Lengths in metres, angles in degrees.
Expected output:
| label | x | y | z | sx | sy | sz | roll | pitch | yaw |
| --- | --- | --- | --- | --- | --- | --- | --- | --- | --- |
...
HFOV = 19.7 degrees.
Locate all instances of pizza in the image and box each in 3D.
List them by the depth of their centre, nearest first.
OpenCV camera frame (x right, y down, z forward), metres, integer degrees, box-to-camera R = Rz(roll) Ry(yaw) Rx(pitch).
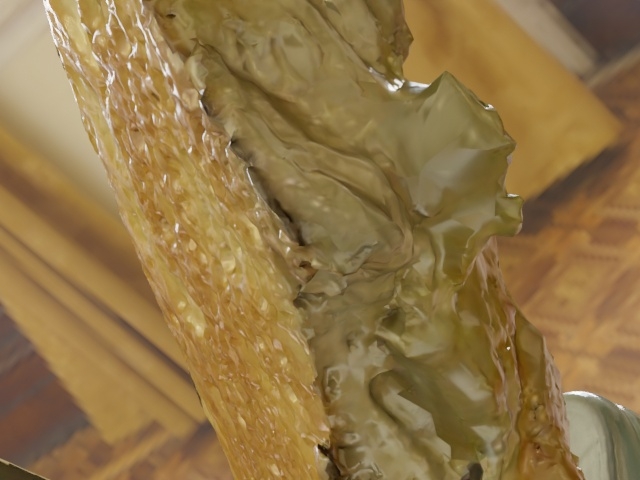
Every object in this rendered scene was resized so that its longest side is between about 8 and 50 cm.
| label | x | y | z | sx | sy | sz | roll | pitch | yaw |
| --- | --- | --- | --- | --- | --- | --- | --- | --- | --- |
| pizza | 0.000 | 0.000 | 0.524 | 0.089 | 0.323 | 0.223 | -28 | 33 | -15 |

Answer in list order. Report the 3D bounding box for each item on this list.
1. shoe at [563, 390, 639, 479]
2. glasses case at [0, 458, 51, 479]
| label | x | y | z | sx | sy | sz | roll | pitch | yaw |
| --- | --- | --- | --- | --- | --- | --- | --- | --- | --- |
| shoe | 0.159 | 0.187 | 0.834 | 0.103 | 0.100 | 0.251 | -47 | 49 | 52 |
| glasses case | -0.177 | 0.062 | 0.272 | 0.098 | 0.425 | 0.156 | -43 | 35 | 32 |
